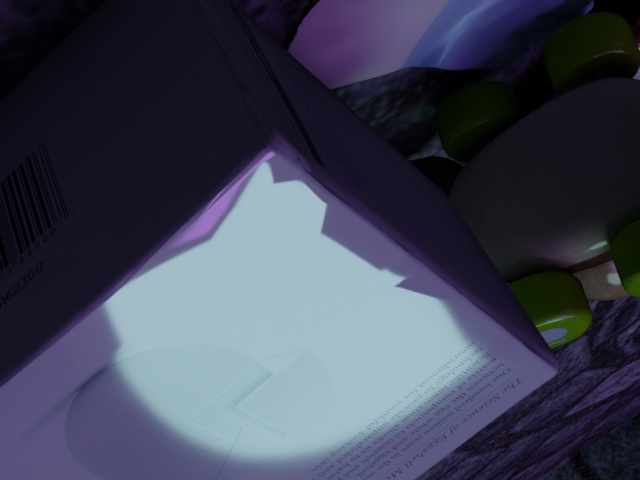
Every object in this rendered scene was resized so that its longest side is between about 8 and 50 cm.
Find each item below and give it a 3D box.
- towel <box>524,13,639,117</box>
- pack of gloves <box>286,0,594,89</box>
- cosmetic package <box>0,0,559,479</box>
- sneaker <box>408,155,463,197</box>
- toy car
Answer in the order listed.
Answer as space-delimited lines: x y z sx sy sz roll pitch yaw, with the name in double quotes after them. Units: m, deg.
0.275 -0.153 0.763 0.237 0.037 0.329 -13 157 -43 "towel"
0.107 -0.138 0.596 0.232 0.046 0.195 -15 150 -40 "pack of gloves"
-0.057 0.040 0.524 0.224 0.138 0.224 -40 137 13 "cosmetic package"
0.000 0.000 0.682 0.234 0.078 0.106 -24 158 -21 "sneaker"
0.178 -0.016 0.712 0.149 0.155 0.188 -29 150 30 "toy car"
